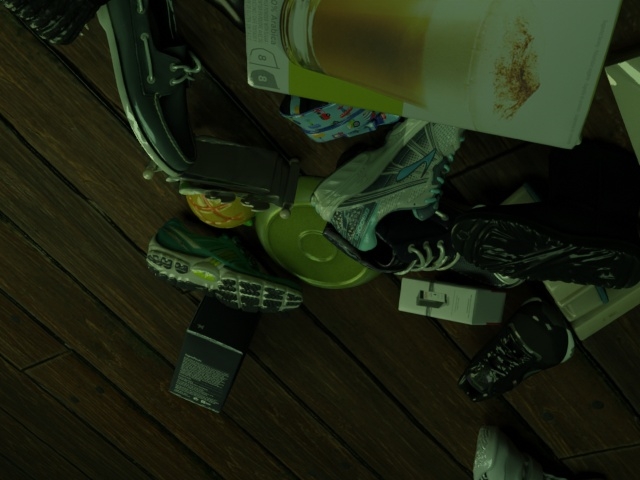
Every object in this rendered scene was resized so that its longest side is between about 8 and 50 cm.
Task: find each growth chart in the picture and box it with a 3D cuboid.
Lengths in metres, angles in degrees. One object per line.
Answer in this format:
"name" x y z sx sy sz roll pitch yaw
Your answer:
"growth chart" -0.142 -0.104 1.325 0.237 0.172 0.021 15 128 5

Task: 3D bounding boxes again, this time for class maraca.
"maraca" -0.156 -0.066 1.420 0.127 0.099 0.186 24 162 2

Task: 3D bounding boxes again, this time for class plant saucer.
"plant saucer" 0.000 0.000 1.458 0.241 0.037 0.241 11 134 12

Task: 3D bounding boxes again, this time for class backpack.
"backpack" 0.034 -0.193 1.161 0.158 0.173 0.117 -14 125 31

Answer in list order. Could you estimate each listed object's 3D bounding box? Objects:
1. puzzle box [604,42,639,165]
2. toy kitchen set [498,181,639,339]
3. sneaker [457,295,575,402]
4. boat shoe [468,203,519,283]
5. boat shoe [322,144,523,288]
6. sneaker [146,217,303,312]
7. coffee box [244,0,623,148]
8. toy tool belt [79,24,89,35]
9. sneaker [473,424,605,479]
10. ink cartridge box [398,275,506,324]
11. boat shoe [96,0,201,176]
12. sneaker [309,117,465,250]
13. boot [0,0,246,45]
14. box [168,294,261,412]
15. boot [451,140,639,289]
"puzzle box" 0.575 -0.153 1.038 0.409 0.052 0.272 -13 115 32
"toy kitchen set" 0.365 0.018 1.298 0.122 0.166 0.207 -34 145 8
"sneaker" 0.296 0.190 1.390 0.107 0.124 0.283 49 158 16
"boat shoe" 0.249 0.004 1.285 0.046 0.038 0.125 -31 94 8
"boat shoe" 0.153 0.010 1.318 0.340 0.158 0.127 29 136 -6
"sneaker" -0.152 0.040 1.505 0.275 0.110 0.107 22 149 -4
"coffee box" 0.137 -0.345 0.854 0.334 0.338 0.338 13 136 10
"toy tool belt" -0.356 -0.317 1.287 0.051 0.052 0.083 31 137 4
"sneaker" 0.418 0.464 1.670 0.210 0.137 0.366 -5 135 25
"ink cartridge box" 0.205 0.094 1.393 0.135 0.056 0.099 8 180 39
"boat shoe" -0.219 -0.244 1.219 0.099 0.116 0.319 -12 105 15
"sneaker" 0.130 -0.095 1.186 0.283 0.110 0.122 -38 85 6
"boot" -0.228 -0.318 1.090 0.260 0.131 0.348 -44 100 8
"box" -0.186 0.186 1.628 0.108 0.153 0.207 23 137 -1
"boot" 0.301 -0.046 1.167 0.246 0.207 0.094 10 135 6
